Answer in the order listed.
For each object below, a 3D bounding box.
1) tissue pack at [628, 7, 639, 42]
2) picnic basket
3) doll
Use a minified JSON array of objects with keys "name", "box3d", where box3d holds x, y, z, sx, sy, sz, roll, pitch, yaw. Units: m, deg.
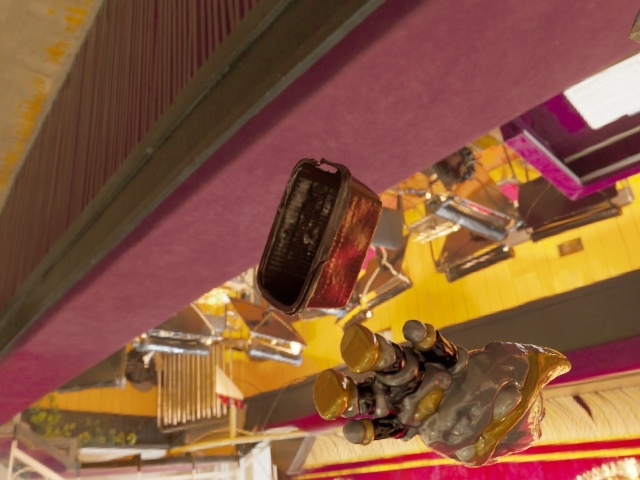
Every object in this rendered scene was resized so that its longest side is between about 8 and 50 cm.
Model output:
[{"name":"tissue pack","box3d":[0.228,-0.139,0.300,0.083,0.035,0.063,-4,127,-18]},{"name":"picnic basket","box3d":[0.000,0.000,1.029,0.129,0.297,0.222,18,-175,-34]},{"name":"doll","box3d":[0.136,0.150,0.517,0.316,0.146,0.103,23,171,-32]}]
